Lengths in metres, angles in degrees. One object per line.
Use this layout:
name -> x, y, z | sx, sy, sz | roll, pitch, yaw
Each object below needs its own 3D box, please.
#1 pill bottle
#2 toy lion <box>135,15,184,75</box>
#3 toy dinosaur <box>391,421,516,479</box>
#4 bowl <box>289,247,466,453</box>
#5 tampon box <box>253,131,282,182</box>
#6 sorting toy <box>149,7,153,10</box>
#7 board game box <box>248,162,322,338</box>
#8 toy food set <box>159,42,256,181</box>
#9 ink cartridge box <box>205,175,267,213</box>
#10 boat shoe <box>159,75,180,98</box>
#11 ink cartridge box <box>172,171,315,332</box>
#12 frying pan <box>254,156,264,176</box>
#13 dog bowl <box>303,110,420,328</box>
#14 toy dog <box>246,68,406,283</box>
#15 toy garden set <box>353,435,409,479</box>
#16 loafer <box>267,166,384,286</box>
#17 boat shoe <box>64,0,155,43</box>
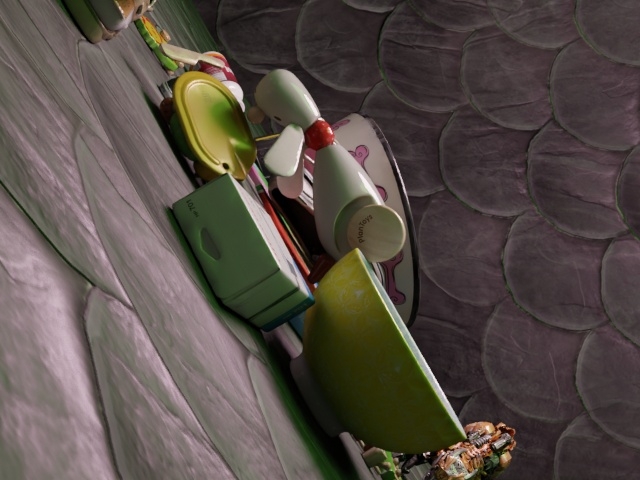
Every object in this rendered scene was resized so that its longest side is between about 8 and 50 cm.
pill bottle -> -0.215, -0.320, 2.276 | 0.152, 0.086, 0.086 | 63, 4, 35
toy lion -> -0.292, -0.352, 1.921 | 0.100, 0.034, 0.096 | 61, 11, 19
toy dinosaur -> 0.264, 0.391, 1.901 | 0.322, 0.218, 0.164 | 16, 47, -45
bowl -> 0.054, 0.171, 1.418 | 0.289, 0.156, 0.289 | 59, 3, -6
tampon box -> -0.067, -0.137, 2.228 | 0.101, 0.121, 0.161 | -115, -166, -68
sorting toy -> -0.371, -0.521, 2.022 | 0.196, 0.047, 0.347 | 59, 4, -9
board game box -> -0.062, 0.024, 1.760 | 0.242, 0.064, 0.316 | 57, 4, -41
toy food set -> -0.175, -0.169, 1.568 | 0.128, 0.071, 0.217 | 0, 63, -46
ink cartridge box -> -0.124, -0.059, 1.618 | 0.099, 0.056, 0.135 | 58, 4, -40
boat shoe -> -0.216, -0.219, 1.770 | 0.049, 0.040, 0.142 | 62, 4, 29
ink cartridge box -> -0.087, 0.019, 1.288 | 0.139, 0.082, 0.190 | 61, 2, 18
frying pan -> -0.169, -0.194, 2.133 | 0.197, 0.053, 0.326 | 67, -8, -14
dog bowl -> 0.041, -0.020, 1.964 | 0.408, 0.150, 0.407 | 167, -90, -78
toy dog -> -0.012, -0.072, 1.584 | 0.333, 0.161, 0.220 | 55, 0, 25
toy garden set -> 0.107, 0.339, 1.678 | 0.244, 0.049, 0.204 | 59, 3, -6
loafer -> 0.000, 0.000, 1.732 | 0.267, 0.096, 0.084 | 52, 25, -10
boat shoe -> -0.268, -0.333, 1.438 | 0.113, 0.103, 0.302 | 59, 3, -23
